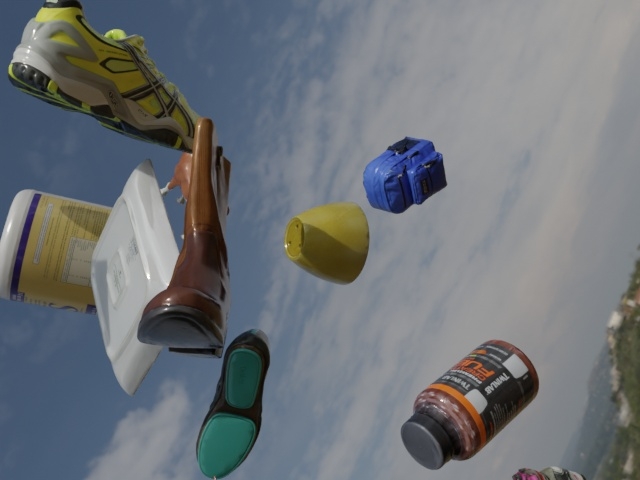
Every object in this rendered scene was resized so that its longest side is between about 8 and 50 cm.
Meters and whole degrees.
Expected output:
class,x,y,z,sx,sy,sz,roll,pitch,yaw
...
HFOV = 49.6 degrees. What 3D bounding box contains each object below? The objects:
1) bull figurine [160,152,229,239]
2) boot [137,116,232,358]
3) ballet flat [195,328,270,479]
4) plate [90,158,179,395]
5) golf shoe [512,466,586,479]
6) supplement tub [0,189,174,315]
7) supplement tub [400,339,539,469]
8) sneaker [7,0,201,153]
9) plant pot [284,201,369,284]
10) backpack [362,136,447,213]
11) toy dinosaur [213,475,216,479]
class,x,y,z,sx,sy,sz,roll,pitch,yaw
bull figurine,-0.360,-0.149,1.969,0.101,0.310,0.188,9,-48,-46
boot,-0.135,-0.011,0.819,0.264,0.096,0.280,73,-159,-75
ballet flat,-0.133,0.267,1.151,0.096,0.095,0.280,-75,5,-67
plate,-0.298,0.058,1.078,0.045,0.277,0.278,3,-41,-35
golf shoe,0.260,0.341,0.851,0.186,0.086,0.067,107,159,-44
supplement tub,-0.506,0.038,1.504,0.241,0.332,0.240,-167,90,-73
supplement tub,0.197,0.220,0.924,0.198,0.106,0.106,-29,-42,-35
sneaker,-0.287,-0.238,1.082,0.385,0.145,0.147,24,-98,-61
plant pot,0.000,0.000,1.085,0.095,0.134,0.134,6,-71,-30
backpack,0.133,-0.101,1.101,0.120,0.101,0.097,-31,-62,-25
toy dinosaur,-0.168,0.450,1.166,0.090,0.047,0.082,-60,-31,-9
